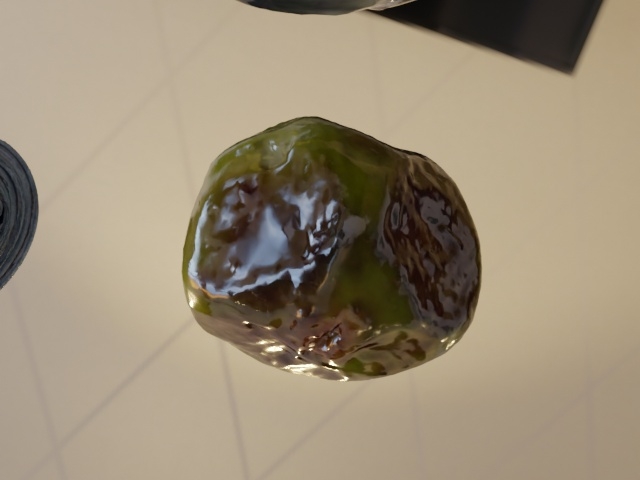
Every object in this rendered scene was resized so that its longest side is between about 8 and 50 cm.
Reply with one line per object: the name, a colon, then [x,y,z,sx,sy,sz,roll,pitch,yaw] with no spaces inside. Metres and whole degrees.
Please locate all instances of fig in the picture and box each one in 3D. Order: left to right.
fig: [0.000,0.000,0.673,0.154,0.144,0.166,-18,-159,-7]

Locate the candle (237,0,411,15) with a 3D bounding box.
candle: [0.021,-0.213,0.386,0.221,0.221,0.342,16,166,-10]

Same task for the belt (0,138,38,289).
belt: [-0.294,-0.006,0.891,0.190,0.141,0.082,-31,-149,-28]
